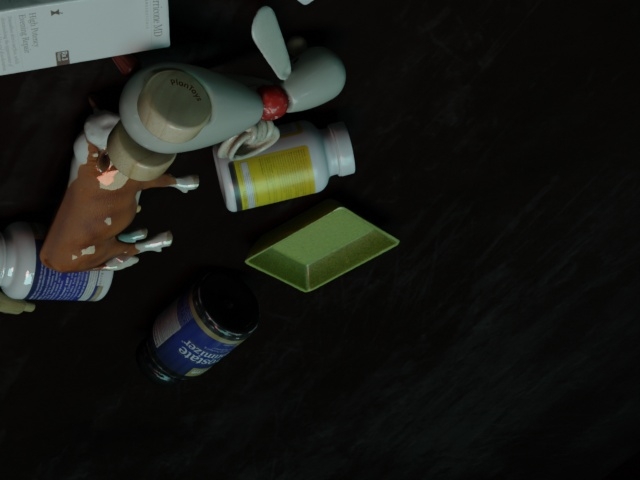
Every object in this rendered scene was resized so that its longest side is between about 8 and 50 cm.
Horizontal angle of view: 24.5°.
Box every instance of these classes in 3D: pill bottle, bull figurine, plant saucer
[{"bbox_3d":[-0.050,-0.108,2.034,0.184,0.103,0.103,-13,152,-6],"label":"pill bottle"},{"bbox_3d":[-0.397,0.029,2.083,0.186,0.112,0.112,3,146,-33],"label":"pill bottle"},{"bbox_3d":[-0.205,0.150,2.392,0.123,0.123,0.219,8,145,-38],"label":"pill bottle"},{"bbox_3d":[-0.268,-0.072,1.961,0.188,0.101,0.310,1,138,-36],"label":"bull figurine"},{"bbox_3d":[0.000,0.000,2.318,0.188,0.045,0.188,-28,150,22],"label":"plant saucer"}]

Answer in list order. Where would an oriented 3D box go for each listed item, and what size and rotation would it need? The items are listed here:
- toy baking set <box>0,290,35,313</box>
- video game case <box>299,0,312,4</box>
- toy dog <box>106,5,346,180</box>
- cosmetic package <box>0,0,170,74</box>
[{"bbox_3d":[-0.536,0.095,2.124,0.197,0.030,0.256,-6,170,13],"label":"toy baking set"},{"bbox_3d":[0.011,-0.372,1.674,0.227,0.026,0.206,-30,149,23],"label":"video game case"},{"bbox_3d":[-0.136,-0.197,1.798,0.220,0.161,0.333,-32,173,32],"label":"toy dog"},{"bbox_3d":[-0.287,-0.261,1.651,0.231,0.085,0.117,-10,152,-9],"label":"cosmetic package"}]
